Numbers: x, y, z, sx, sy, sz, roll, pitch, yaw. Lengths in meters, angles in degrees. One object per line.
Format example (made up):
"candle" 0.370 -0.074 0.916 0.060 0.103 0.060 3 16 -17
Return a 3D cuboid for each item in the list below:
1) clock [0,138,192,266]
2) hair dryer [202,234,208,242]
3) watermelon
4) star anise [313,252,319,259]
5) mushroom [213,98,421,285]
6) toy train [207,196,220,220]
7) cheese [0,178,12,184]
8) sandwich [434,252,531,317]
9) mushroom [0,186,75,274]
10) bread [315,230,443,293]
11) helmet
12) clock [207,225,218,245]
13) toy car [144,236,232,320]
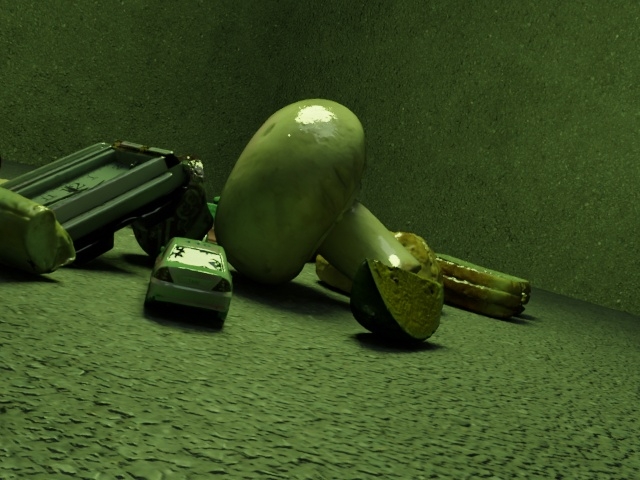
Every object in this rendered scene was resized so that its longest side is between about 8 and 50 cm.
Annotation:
"clock" -0.322 -0.053 0.940 0.186 0.083 0.253 16 38 42
"hair dryer" -0.246 0.008 1.200 0.082 0.047 0.137 12 11 -4
"watermelon" 0.107 0.089 0.871 0.075 0.092 0.181 34 8 39
"star anise" 0.000 0.000 1.754 0.360 0.139 0.316 29 11 0
"mushroom" -0.036 -0.047 1.076 0.315 0.355 0.315 -11 -31 -7
"toy train" -0.307 -0.057 1.570 0.286 0.116 0.177 9 -7 -40
"cheese" -0.468 -0.054 1.127 0.228 0.064 0.137 14 7 28
"sandwich" 0.334 0.099 1.537 0.249 0.095 0.273 19 4 24
"mushroom" -0.417 -0.035 0.790 0.312 0.081 0.100 18 -31 26
"bread" 0.118 0.041 1.293 0.245 0.134 0.244 11 5 -1
"helmet" -0.236 -0.040 1.061 0.107 0.176 0.153 -11 34 -24
"clock" -0.168 0.005 1.403 0.245 0.056 0.244 11 3 -1
"toy car" -0.149 0.036 0.801 0.090 0.076 0.224 11 4 -12
